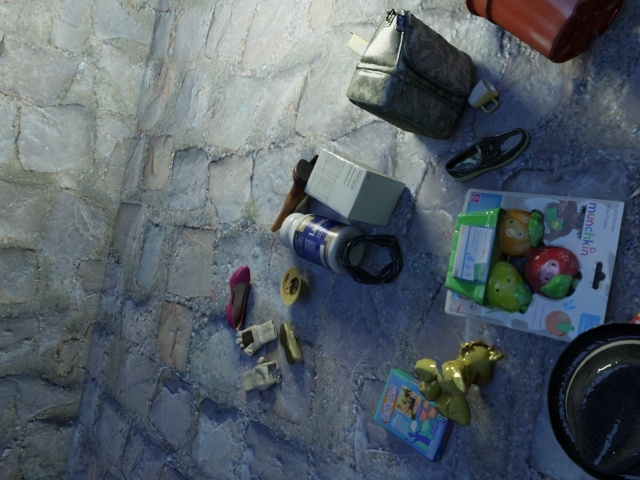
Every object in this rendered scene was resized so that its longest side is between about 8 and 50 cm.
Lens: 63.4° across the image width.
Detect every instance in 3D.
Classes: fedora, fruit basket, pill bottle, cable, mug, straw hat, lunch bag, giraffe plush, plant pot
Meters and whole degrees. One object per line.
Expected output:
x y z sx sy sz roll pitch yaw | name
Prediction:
0.576 0.326 0.991 0.334 0.152 0.334 -4 83 39 | fedora
0.477 0.049 1.202 0.353 0.165 0.327 11 90 40 | fruit basket
0.000 0.000 1.662 0.264 0.153 0.153 20 96 43 | pill bottle
0.146 0.058 1.535 0.184 0.047 0.151 -4 93 -1 | cable
0.433 -0.384 1.390 0.064 0.062 0.078 -43 50 39 | mug
-0.078 0.158 1.771 0.144 0.061 0.144 -33 50 50 | straw hat
0.251 -0.442 1.397 0.212 0.305 0.256 32 103 54 | lunch bag
0.352 0.322 1.279 0.181 0.170 0.210 41 147 41 | giraffe plush
0.531 -0.576 1.208 0.272 0.272 0.265 -48 61 26 | plant pot

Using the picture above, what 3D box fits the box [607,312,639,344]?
0.670 0.201 1.063 0.232 0.058 0.087 -55 53 22 | box

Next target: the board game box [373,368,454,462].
0.257 0.469 1.410 0.210 0.047 0.160 25 100 42 | board game box

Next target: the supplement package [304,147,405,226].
0.103 -0.158 1.564 0.203 0.194 0.149 35 107 42 | supplement package

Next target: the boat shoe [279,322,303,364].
-0.100 0.352 1.776 0.056 0.048 0.153 -56 43 36 | boat shoe

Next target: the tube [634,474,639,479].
0.653 0.510 1.031 0.070 0.062 0.240 34 105 -2 | tube

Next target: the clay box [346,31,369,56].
0.176 -0.572 1.615 0.222 0.127 0.053 48 114 38 | clay box

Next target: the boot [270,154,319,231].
-0.097 -0.147 1.730 0.280 0.096 0.264 -52 7 22 | boot

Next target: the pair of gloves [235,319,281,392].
-0.229 0.424 1.879 0.204 0.042 0.240 -22 69 39 | pair of gloves

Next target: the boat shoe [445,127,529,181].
0.429 -0.225 1.353 0.223 0.073 0.080 -28 64 37 | boat shoe

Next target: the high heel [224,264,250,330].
-0.303 0.217 1.949 0.117 0.082 0.244 51 122 47 | high heel
